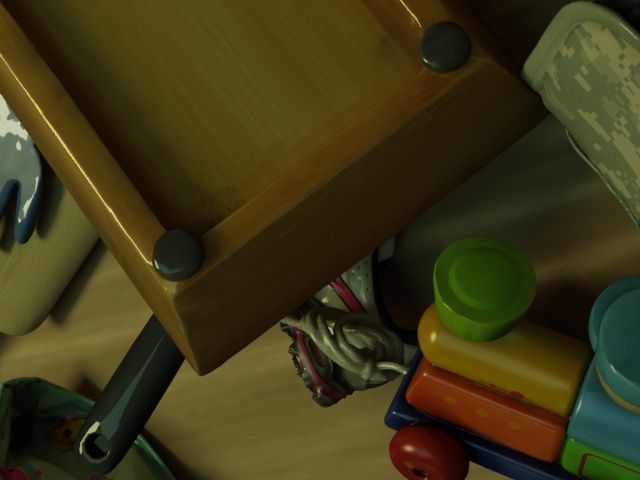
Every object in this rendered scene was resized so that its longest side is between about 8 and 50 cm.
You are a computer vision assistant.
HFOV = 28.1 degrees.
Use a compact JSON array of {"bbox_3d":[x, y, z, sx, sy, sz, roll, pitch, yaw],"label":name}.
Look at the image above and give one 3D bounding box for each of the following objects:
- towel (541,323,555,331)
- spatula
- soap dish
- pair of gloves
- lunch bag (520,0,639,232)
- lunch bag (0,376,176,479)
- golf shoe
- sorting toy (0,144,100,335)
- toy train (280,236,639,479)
[{"bbox_3d":[0.144,0.090,0.717,0.083,0.009,0.060,34,124,22],"label":"towel"},{"bbox_3d":[-0.052,0.004,0.714,0.084,0.030,0.296,34,88,8],"label":"spatula"},{"bbox_3d":[-0.058,-0.115,0.654,0.229,0.118,0.291,-37,79,2],"label":"soap dish"},{"bbox_3d":[-0.258,-0.088,0.872,0.198,0.023,0.159,39,119,11],"label":"pair of gloves"},{"bbox_3d":[0.233,-0.054,0.507,0.235,0.169,0.287,51,135,5],"label":"lunch bag"},{"bbox_3d":[-0.186,0.255,0.920,0.262,0.160,0.223,46,131,27],"label":"lunch bag"},{"bbox_3d":[0.000,0.000,0.761,0.086,0.067,0.186,-24,84,3],"label":"golf shoe"},{"bbox_3d":[-0.264,-0.043,0.929,0.229,0.041,0.307,44,122,8],"label":"sorting toy"},{"bbox_3d":[0.068,0.049,0.630,0.248,0.105,0.143,21,149,15],"label":"toy train"}]
